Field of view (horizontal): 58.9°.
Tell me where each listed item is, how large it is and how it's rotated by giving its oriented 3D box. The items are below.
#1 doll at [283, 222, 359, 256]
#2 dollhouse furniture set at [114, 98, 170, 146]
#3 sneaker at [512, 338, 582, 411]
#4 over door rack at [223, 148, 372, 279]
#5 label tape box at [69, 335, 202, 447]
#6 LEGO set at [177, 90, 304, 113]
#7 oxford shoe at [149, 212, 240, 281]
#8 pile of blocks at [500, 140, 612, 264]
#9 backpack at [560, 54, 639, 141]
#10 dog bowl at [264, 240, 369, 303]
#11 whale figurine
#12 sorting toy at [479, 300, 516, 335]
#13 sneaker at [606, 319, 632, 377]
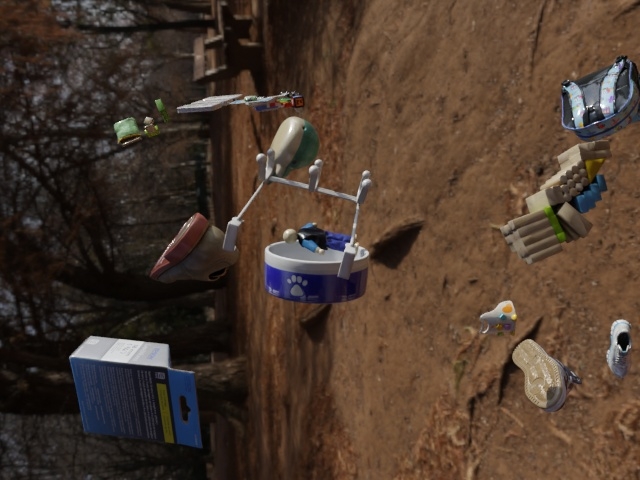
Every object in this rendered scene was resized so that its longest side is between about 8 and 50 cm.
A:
[{"bbox_3d":[0.000,0.000,1.420,0.129,0.189,0.046,-98,21,-54],"label":"doll"},{"bbox_3d":[-0.477,-0.312,1.494,0.058,0.152,0.076,84,162,-71],"label":"dollhouse furniture set"},{"bbox_3d":[0.571,0.355,1.375,0.099,0.153,0.282,-47,6,15],"label":"sneaker"},{"bbox_3d":[-0.026,-0.080,1.122,0.324,0.240,0.108,-74,-3,-54],"label":"over door rack"},{"bbox_3d":[-0.453,0.390,1.466,0.106,0.334,0.240,-65,-23,-65],"label":"label tape box"},{"bbox_3d":[-0.141,-0.271,1.158,0.182,0.244,0.060,-62,-32,-66],"label":"LEGO set"},{"bbox_3d":[-0.271,0.052,1.207,0.123,0.130,0.348,-61,15,-22],"label":"oxford shoe"},{"bbox_3d":[0.558,-0.080,1.326,0.149,0.362,0.112,44,166,1],"label":"pile of blocks"},{"bbox_3d":[0.595,-0.279,1.194,0.158,0.117,0.173,-19,38,41],"label":"backpack"},{"bbox_3d":[-0.010,0.074,1.441,0.265,0.265,0.104,-131,43,-74],"label":"dog bowl"},{"bbox_3d":[-0.099,-0.286,1.900,0.272,0.141,0.216,-47,31,47],"label":"whale figurine"},{"bbox_3d":[0.383,0.181,1.236,0.045,0.075,0.083,-101,4,-59],"label":"sorting toy"},{"bbox_3d":[0.944,0.351,1.782,0.083,0.071,0.190,-36,-58,-66],"label":"sneaker"}]
